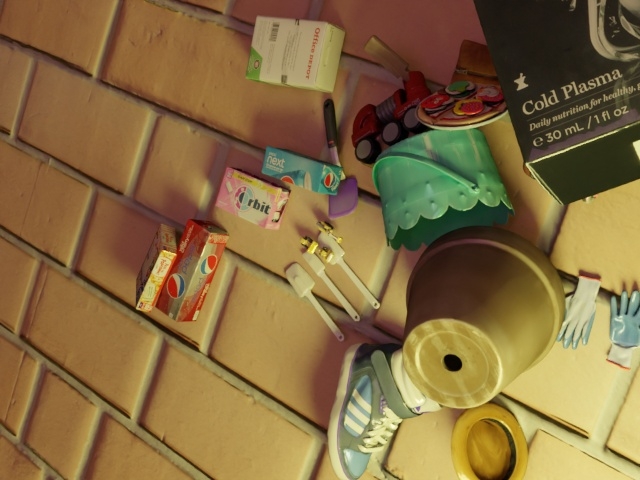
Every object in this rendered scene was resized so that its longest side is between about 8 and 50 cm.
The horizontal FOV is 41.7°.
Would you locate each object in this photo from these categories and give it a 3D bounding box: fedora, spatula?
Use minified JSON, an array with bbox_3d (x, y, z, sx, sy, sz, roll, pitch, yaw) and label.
[{"bbox_3d":[0.337,0.436,1.741,0.079,0.194,0.194,144,116,-67],"label":"fedora"},{"bbox_3d":[0.039,-0.200,2.015,0.084,0.030,0.296,-14,80,31],"label":"spatula"},{"bbox_3d":[0.027,0.113,2.018,0.168,0.019,0.242,-46,65,16],"label":"spatula"}]

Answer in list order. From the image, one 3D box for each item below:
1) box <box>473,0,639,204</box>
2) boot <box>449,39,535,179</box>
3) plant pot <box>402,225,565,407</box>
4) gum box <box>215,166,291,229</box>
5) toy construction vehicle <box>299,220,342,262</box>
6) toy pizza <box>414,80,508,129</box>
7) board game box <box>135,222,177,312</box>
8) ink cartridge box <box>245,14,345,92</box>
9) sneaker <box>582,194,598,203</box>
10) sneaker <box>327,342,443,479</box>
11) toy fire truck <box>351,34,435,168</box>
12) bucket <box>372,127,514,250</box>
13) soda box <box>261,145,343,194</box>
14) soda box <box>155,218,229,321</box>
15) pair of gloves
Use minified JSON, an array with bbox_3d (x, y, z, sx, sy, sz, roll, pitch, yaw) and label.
[{"bbox_3d":[0.551,-0.382,1.476,0.480,0.297,0.471,-21,68,22],"label":"box"},{"bbox_3d":[0.378,-0.279,1.761,0.280,0.096,0.264,17,100,34],"label":"boot"},{"bbox_3d":[0.289,0.172,1.624,0.323,0.280,0.323,11,118,21],"label":"plant pot"},{"bbox_3d":[-0.168,-0.106,2.126,0.188,0.062,0.107,24,101,32],"label":"gum box"},{"bbox_3d":[0.000,0.000,2.016,0.098,0.035,0.086,42,104,31],"label":"toy construction vehicle"},{"bbox_3d":[0.289,-0.280,1.693,0.201,0.201,0.032,8,128,33],"label":"toy pizza"},{"bbox_3d":[-0.442,0.073,2.249,0.193,0.045,0.147,-62,23,23],"label":"board game box"},{"bbox_3d":[-0.062,-0.455,2.055,0.219,0.092,0.160,16,97,32],"label":"ink cartridge box"},{"bbox_3d":[0.530,-0.133,1.687,0.057,0.047,0.119,1,81,40],"label":"sneaker"},{"bbox_3d":[0.152,0.389,1.853,0.236,0.130,0.322,4,84,37],"label":"sneaker"},{"bbox_3d":[0.153,-0.308,1.880,0.217,0.158,0.246,-31,59,36],"label":"toy fire truck"},{"bbox_3d":[0.246,-0.104,1.743,0.281,0.281,0.183,-22,72,30],"label":"bucket"},{"bbox_3d":[-0.047,-0.170,2.025,0.210,0.067,0.071,23,103,43],"label":"soda box"},{"bbox_3d":[-0.338,0.080,2.216,0.092,0.083,0.263,30,103,32],"label":"soda box"},{"bbox_3d":[0.556,0.158,1.667,0.198,0.023,0.159,20,98,31],"label":"pair of gloves"}]
